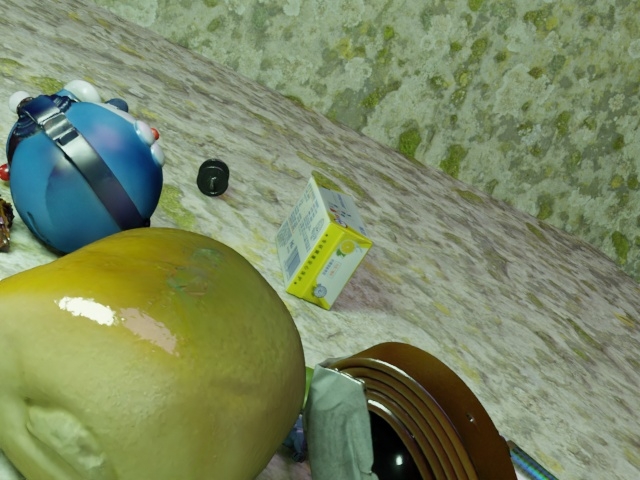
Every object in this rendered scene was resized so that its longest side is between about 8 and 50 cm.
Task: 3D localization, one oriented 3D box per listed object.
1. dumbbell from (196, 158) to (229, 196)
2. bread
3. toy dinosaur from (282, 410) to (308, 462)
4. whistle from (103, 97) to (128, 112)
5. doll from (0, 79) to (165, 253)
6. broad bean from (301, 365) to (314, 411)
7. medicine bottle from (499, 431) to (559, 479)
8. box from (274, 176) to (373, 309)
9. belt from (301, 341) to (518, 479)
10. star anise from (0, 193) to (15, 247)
[{"bbox_3d":[-0.229,-0.135,2.033,0.069,0.069,0.147,27,17,-12],"label":"dumbbell"},{"bbox_3d":[-0.188,0.130,1.052,0.348,0.253,0.376,37,19,10],"label":"bread"},{"bbox_3d":[-0.037,0.259,1.280,0.080,0.045,0.197,31,5,-1],"label":"toy dinosaur"},{"bbox_3d":[-0.451,-0.243,1.987,0.062,0.062,0.304,26,17,-12],"label":"whistle"},{"bbox_3d":[-0.370,-0.107,1.467,0.310,0.240,0.284,28,-28,48],"label":"doll"},{"bbox_3d":[-0.019,0.221,1.406,0.063,0.045,0.083,-17,33,-14],"label":"broad bean"},{"bbox_3d":[0.294,0.363,1.473,0.219,0.078,0.115,38,21,24],"label":"medicine bottle"},{"bbox_3d":[0.000,0.000,1.873,0.097,0.168,0.265,28,15,-19],"label":"box"},{"bbox_3d":[0.106,0.280,1.104,0.122,0.217,0.338,0,64,-59],"label":"belt"},{"bbox_3d":[-0.495,-0.056,1.389,0.097,0.070,0.190,52,3,-31],"label":"star anise"}]
